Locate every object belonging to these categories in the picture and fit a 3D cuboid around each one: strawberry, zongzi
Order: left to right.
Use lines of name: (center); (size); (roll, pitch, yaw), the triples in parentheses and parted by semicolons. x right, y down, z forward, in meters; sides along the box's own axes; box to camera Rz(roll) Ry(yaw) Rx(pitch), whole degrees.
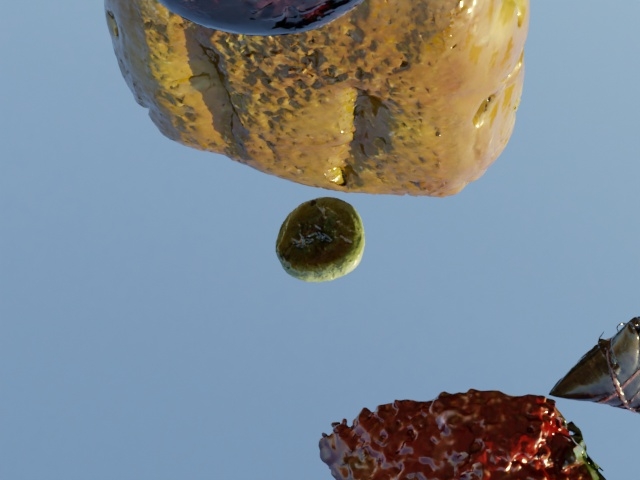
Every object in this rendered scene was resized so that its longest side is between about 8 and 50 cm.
strawberry: (0.102, 0.163, 1.207); (0.192, 0.140, 0.085); (38, -150, -18)
zongzi: (0.194, 0.075, 1.217); (0.083, 0.073, 0.067); (5, -140, -35)

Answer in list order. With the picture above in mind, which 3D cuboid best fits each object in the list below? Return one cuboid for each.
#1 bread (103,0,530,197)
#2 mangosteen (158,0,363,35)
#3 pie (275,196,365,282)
bread: (-0.012, -0.159, 1.461); (0.337, 0.328, 0.148); (15, -111, 7)
mangosteen: (-0.031, -0.176, 0.940); (0.152, 0.152, 0.152); (16, -153, -8)
pie: (-0.001, -0.001, 1.716); (0.084, 0.084, 0.021); (31, 171, 21)
